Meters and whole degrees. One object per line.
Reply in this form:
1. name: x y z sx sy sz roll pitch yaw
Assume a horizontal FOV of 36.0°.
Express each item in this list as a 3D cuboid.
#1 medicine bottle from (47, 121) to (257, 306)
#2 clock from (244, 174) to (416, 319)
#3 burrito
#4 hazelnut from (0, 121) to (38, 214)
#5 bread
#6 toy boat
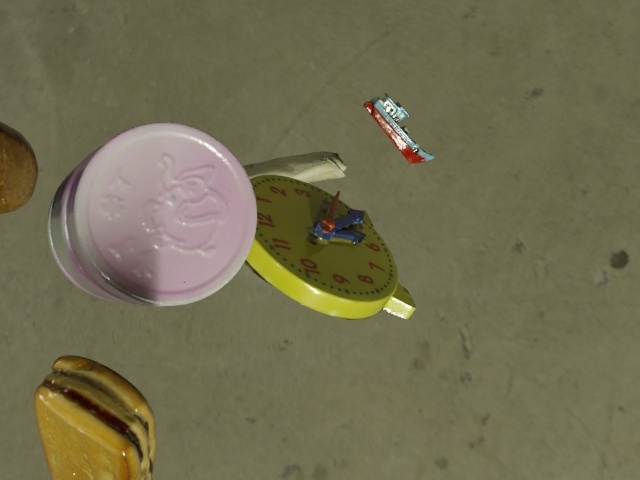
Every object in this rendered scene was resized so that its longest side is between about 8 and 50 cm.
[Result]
1. medicine bottle: -0.220 -0.024 1.222 0.212 0.325 0.212 1 87 -19
2. clock: 0.001 -0.003 1.464 0.293 0.277 0.071 8 128 -37
3. burrito: -0.076 -0.119 1.832 0.275 0.082 0.059 -13 128 -19
4. hazelnut: -0.612 -0.145 1.775 0.210 0.186 0.210 15 62 -30
5. bread: -0.208 0.197 0.936 0.116 0.077 0.200 24 141 12
6. toy boat: 0.155 -0.214 1.896 0.058 0.069 0.173 -39 107 7
